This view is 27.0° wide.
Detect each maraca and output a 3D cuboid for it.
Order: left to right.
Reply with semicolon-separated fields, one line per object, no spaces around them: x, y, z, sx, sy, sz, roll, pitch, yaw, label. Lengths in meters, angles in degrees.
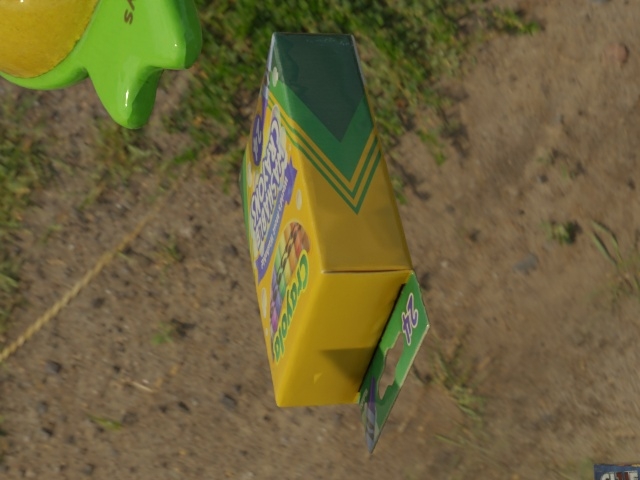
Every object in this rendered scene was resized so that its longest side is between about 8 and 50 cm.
-0.085;-0.109;0.439;0.185;0.099;0.127;34;121;47;maraca

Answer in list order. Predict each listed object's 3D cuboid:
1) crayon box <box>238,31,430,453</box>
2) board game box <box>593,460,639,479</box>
0.000;0.000;1.173;0.083;0.203;0.323;-1;52;-16;crayon box
0.421;0.246;1.367;0.243;0.165;0.042;-17;73;63;board game box
